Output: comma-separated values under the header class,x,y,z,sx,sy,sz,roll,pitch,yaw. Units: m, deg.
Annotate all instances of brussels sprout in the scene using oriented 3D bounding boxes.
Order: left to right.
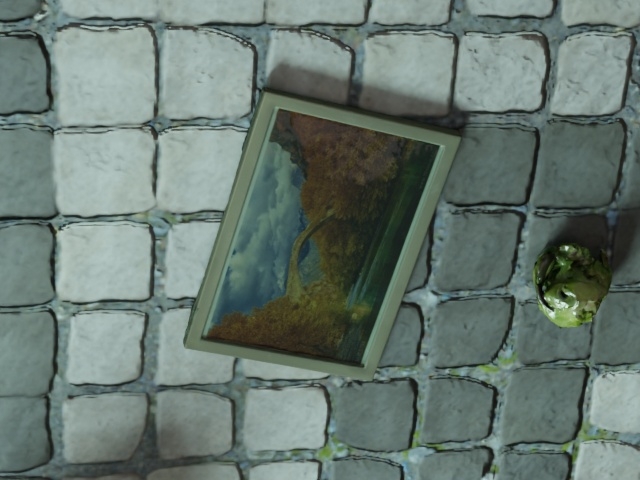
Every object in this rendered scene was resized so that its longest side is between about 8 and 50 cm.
class,x,y,z,sx,sy,sz,roll,pitch,yaw
brussels sprout,0.225,0.040,1.331,0.085,0.058,0.085,-1,100,-5

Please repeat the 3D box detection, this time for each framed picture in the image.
class,x,y,z,sx,sy,sz,roll,pitch,yaw
framed picture,0.000,0.000,1.279,0.184,0.016,0.250,12,111,-19
